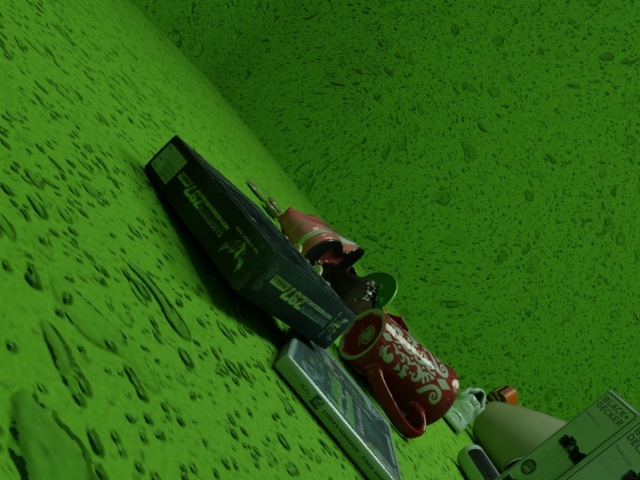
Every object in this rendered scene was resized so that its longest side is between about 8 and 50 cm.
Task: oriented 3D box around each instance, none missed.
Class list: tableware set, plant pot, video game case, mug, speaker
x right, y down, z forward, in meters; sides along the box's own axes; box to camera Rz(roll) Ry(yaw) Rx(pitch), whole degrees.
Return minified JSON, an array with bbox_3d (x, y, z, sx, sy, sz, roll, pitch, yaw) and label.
[{"bbox_3d":[-0.110,-0.075,1.485,0.169,0.020,0.141,54,5,36],"label":"tableware set"},{"bbox_3d":[0.555,0.561,1.705,0.274,0.256,0.256,29,-15,51],"label":"plant pot"},{"bbox_3d":[0.021,0.170,0.676,0.173,0.022,0.190,50,4,-2],"label":"video game case"},{"bbox_3d":[0.119,0.195,0.934,0.169,0.113,0.150,45,4,-23],"label":"mug"},{"bbox_3d":[0.292,0.425,1.107,0.055,0.055,0.136,49,5,-22],"label":"speaker"}]

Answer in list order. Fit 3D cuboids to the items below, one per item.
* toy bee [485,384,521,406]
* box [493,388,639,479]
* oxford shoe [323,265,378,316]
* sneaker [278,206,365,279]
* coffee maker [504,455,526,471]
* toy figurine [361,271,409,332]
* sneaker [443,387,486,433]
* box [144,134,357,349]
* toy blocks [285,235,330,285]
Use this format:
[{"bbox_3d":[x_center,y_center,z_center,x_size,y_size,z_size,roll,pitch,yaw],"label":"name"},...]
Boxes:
[{"bbox_3d":[0.557,0.596,2.001,0.195,0.299,0.162,5,2,-35],"label":"toy bee"},{"bbox_3d":[0.407,0.393,0.984,0.169,0.290,0.087,50,4,-15],"label":"box"},{"bbox_3d":[0.076,0.118,1.250,0.083,0.096,0.227,50,5,-37],"label":"oxford shoe"},{"bbox_3d":[0.000,0.000,1.353,0.136,0.116,0.314,50,4,20],"label":"sneaker"},{"bbox_3d":[0.453,0.547,1.261,0.171,0.120,0.178,57,7,-6],"label":"coffee maker"},{"bbox_3d":[0.137,0.183,1.357,0.159,0.130,0.173,59,21,-30],"label":"toy figurine"},{"bbox_3d":[0.372,0.421,1.590,0.090,0.115,0.232,51,4,11],"label":"sneaker"},{"bbox_3d":[-0.078,0.002,0.698,0.233,0.059,0.183,47,3,38],"label":"box"},{"bbox_3d":[-0.056,0.021,0.957,0.148,0.054,0.123,48,5,-21],"label":"toy blocks"}]
